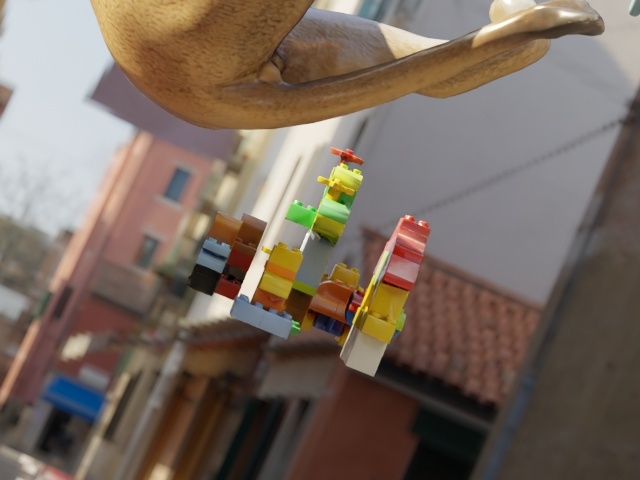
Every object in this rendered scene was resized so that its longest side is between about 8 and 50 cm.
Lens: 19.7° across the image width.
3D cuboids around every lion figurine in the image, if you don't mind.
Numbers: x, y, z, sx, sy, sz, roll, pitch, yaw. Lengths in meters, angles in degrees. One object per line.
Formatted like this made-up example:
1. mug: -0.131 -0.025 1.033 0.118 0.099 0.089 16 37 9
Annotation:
1. lion figurine: -0.077 -0.156 0.834 0.392 0.240 0.142 48 -20 37

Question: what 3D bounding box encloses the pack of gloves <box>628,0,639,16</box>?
1. pack of gloves: 0.249 -0.237 1.355 0.195 0.046 0.232 27 -22 -6

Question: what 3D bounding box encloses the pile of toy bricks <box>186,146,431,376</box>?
1. pile of toy bricks: 0.000 0.000 1.011 0.118 0.105 0.212 23 0 -4
